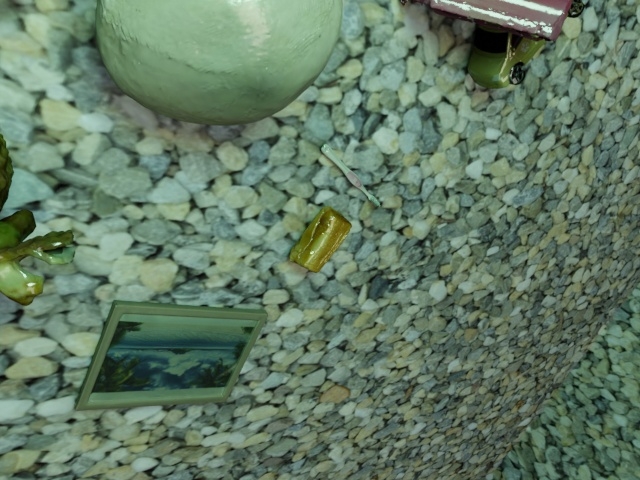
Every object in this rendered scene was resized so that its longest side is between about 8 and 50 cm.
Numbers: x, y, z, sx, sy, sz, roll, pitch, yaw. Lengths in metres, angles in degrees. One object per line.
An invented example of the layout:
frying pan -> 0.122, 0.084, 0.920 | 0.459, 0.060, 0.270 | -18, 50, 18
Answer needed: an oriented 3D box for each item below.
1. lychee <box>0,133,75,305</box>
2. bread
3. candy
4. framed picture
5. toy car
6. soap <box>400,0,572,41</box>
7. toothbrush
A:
lychee -> -0.445, -0.039, 0.555 | 0.270, 0.270, 0.320 | -52, 144, 8
bread -> 0.000, 0.000, 1.065 | 0.074, 0.053, 0.132 | 22, 106, -49
candy -> -0.113, -0.245, 0.657 | 0.296, 0.185, 0.295 | -18, 158, -7
framed picture -> -0.271, 0.220, 1.047 | 0.315, 0.024, 0.231 | 9, 114, -42
toy car -> 0.363, -0.402, 1.002 | 0.256, 0.101, 0.124 | -49, 127, 2
soap -> 0.251, -0.384, 0.862 | 0.250, 0.162, 0.099 | 15, 118, 2
toothbrush -> 0.058, -0.120, 1.044 | 0.017, 0.022, 0.204 | -49, 134, 0
